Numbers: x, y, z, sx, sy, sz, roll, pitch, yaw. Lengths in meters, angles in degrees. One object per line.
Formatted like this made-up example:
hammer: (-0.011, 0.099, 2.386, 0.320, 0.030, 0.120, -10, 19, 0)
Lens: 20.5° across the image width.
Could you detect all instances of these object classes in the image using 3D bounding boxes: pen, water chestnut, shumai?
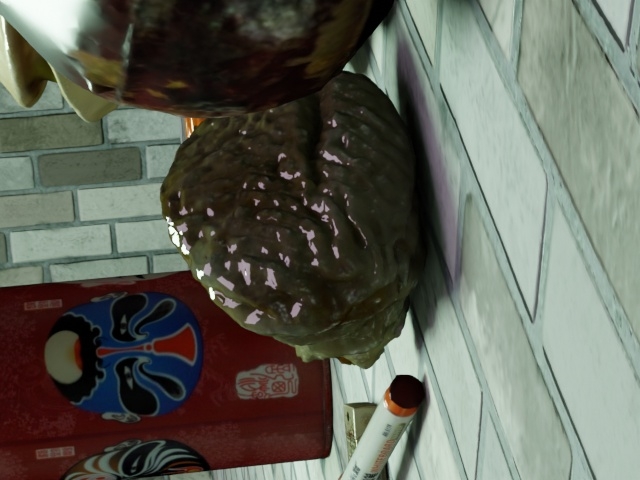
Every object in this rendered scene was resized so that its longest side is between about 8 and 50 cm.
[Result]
pen: (0.036, 0.155, 1.268, 0.239, 0.028, 0.028, 110, 154, -59)
water chestnut: (-0.105, -0.238, 0.997, 0.335, 0.347, 0.335, -177, 90, -78)
shumai: (0.000, 0.000, 1.163, 0.175, 0.166, 0.206, 58, -163, -50)

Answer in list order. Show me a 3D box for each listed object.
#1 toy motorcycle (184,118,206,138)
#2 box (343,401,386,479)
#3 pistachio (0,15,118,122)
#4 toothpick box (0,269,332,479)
toy motorcycle: (-0.064, -0.101, 1.536, 0.221, 0.148, 0.325, 92, 165, -45)
box: (0.036, 0.169, 1.385, 0.053, 0.024, 0.083, 162, 101, -81)
pistachio: (-0.184, -0.235, 1.263, 0.214, 0.193, 0.318, -63, -23, -60)
toothpick box: (-0.167, 0.131, 1.724, 0.204, 0.333, 0.204, 174, 90, -82)
